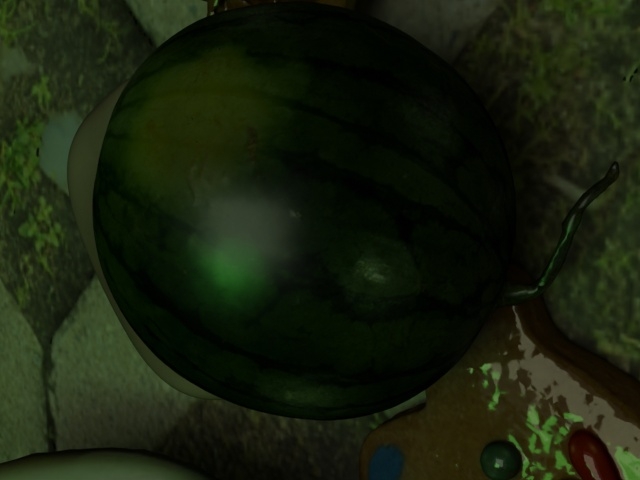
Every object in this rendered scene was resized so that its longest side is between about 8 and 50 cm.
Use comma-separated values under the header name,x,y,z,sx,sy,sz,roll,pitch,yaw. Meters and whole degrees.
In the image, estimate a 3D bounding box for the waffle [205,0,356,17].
name,x,y,z,sx,sy,sz,roll,pitch,yaw
waffle,0.033,-0.207,0.589,0.293,0.069,0.260,-30,79,38

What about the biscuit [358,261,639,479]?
name,x,y,z,sx,sy,sz,roll,pitch,yaw
biscuit,0.165,0.140,0.568,0.324,0.049,0.205,30,114,26

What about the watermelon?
name,x,y,z,sx,sy,sz,roll,pitch,yaw
watermelon,-0.008,-0.002,0.545,0.232,0.127,0.204,32,108,1

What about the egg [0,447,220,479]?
name,x,y,z,sx,sy,sz,roll,pitch,yaw
egg,-0.143,0.350,0.657,0.354,0.354,0.340,7,125,34

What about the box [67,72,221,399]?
name,x,y,z,sx,sy,sz,roll,pitch,yaw
box,-0.071,-0.005,0.679,0.146,0.088,0.200,-31,82,34
